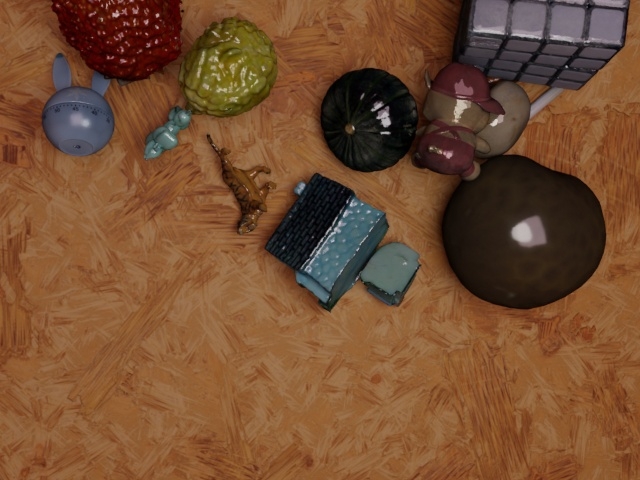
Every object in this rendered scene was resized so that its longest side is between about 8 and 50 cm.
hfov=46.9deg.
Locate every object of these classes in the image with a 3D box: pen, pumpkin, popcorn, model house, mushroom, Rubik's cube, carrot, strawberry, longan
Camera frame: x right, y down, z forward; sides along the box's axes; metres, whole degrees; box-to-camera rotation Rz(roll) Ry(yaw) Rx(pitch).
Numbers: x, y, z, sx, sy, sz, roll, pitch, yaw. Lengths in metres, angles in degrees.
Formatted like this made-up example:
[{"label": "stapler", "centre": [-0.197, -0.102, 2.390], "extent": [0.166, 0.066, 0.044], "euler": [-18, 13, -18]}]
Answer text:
[{"label": "pen", "centre": [0.590, -0.369, 1.936], "extent": [0.269, 0.033, 0.033], "euler": [-40, 99, -4]}, {"label": "pumpkin", "centre": [0.121, -0.290, 1.787], "extent": [0.250, 0.216, 0.250], "euler": [3, 99, 23]}, {"label": "popcorn", "centre": [-0.228, -0.390, 1.725], "extent": [0.206, 0.251, 0.237], "euler": [30, 52, -32]}, {"label": "model house", "centre": [0.180, 0.100, 1.869], "extent": [0.119, 0.149, 0.148], "euler": [28, 65, 18]}, {"label": "mushroom", "centre": [0.405, -0.315, 1.832], "extent": [0.215, 0.207, 0.207], "euler": [35, 87, 7]}, {"label": "Rubik's cube", "centre": [0.507, -0.569, 1.712], "extent": [0.343, 0.337, 0.344], "euler": [8, 89, 5]}, {"label": "carrot", "centre": [0.447, -0.414, 1.901], "extent": [0.161, 0.055, 0.055], "euler": [-22, 97, 0]}, {"label": "strawberry", "centre": [-0.427, -0.509, 1.602], "extent": [0.292, 0.343, 0.292], "euler": [3, 75, -13]}, {"label": "model house", "centre": [0.000, 0.000, 1.795], "extent": [0.241, 0.226, 0.261], "euler": [34, 84, 10]}, {"label": "longan", "centre": [0.491, -0.020, 1.789], "extent": [0.404, 0.336, 0.404], "euler": [1, 85, -13]}]

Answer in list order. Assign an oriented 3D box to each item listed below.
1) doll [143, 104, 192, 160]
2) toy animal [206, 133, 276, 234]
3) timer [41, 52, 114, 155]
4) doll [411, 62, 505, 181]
[{"label": "doll", "centre": [-0.361, -0.247, 1.723], "extent": [0.059, 0.158, 0.159], "euler": [44, 80, -19]}, {"label": "toy animal", "centre": [-0.201, -0.151, 1.797], "extent": [0.116, 0.114, 0.255], "euler": [-29, 95, 37]}, {"label": "timer", "centre": [-0.557, -0.304, 1.710], "extent": [0.175, 0.255, 0.175], "euler": [-6, 134, -6]}, {"label": "doll", "centre": [0.312, -0.274, 1.690], "extent": [0.196, 0.152, 0.256], "euler": [14, 92, -18]}]
